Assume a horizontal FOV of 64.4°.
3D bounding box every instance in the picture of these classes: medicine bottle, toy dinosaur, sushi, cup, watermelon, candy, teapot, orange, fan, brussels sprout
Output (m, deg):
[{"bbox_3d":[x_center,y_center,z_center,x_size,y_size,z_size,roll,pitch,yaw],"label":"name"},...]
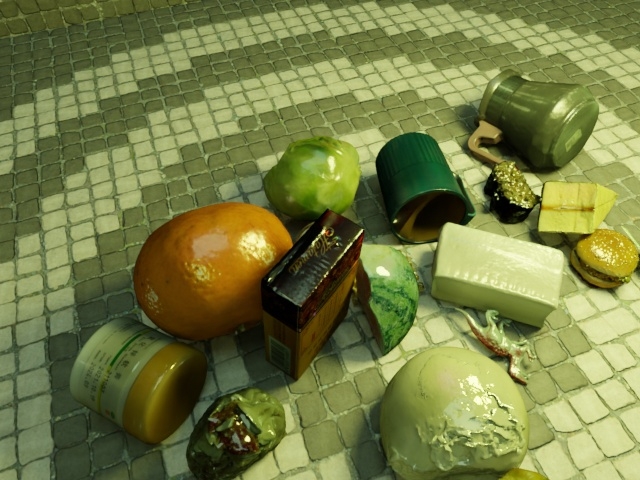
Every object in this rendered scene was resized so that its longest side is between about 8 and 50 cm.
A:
[{"bbox_3d":[-0.436,0.334,1.236,0.232,0.238,0.238,21,55,16],"label":"medicine bottle"},{"bbox_3d":[0.470,0.268,1.392,0.242,0.053,0.167,25,62,8],"label":"toy dinosaur"},{"bbox_3d":[0.622,-0.166,1.697,0.147,0.115,0.212,-6,53,-4],"label":"sushi"},{"bbox_3d":[0.341,-0.179,1.633,0.308,0.242,0.292,-9,50,-3],"label":"cup"},{"bbox_3d":[0.172,0.136,1.379,0.176,0.260,0.256,10,51,20],"label":"watermelon"},{"bbox_3d":[0.500,0.099,1.472,0.359,0.145,0.208,14,55,12],"label":"candy"},{"bbox_3d":[0.733,-0.420,1.820,0.376,0.305,0.362,-50,53,1],"label":"teapot"},{"bbox_3d":[-0.267,0.091,1.330,0.424,0.424,0.326,-21,80,-15],"label":"orange"},{"bbox_3d":[0.983,0.048,1.525,0.240,0.009,0.131,54,28,10],"label":"fan"},{"bbox_3d":[-0.021,-0.212,1.645,0.344,0.268,0.344,-2,44,2],"label":"brussels sprout"}]

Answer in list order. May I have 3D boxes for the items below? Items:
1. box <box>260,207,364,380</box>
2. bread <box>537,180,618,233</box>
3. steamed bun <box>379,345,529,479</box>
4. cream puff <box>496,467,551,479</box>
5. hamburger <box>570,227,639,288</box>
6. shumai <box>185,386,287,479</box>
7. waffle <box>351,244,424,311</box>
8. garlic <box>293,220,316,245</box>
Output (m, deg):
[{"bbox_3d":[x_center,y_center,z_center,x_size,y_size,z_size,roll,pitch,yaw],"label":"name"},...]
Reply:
[{"bbox_3d":[-0.022,0.146,1.265,0.116,0.415,0.264,31,58,19],"label":"box"},{"bbox_3d":[0.829,-0.091,1.619,0.264,0.163,0.168,7,0,-43],"label":"bread"},{"bbox_3d":[0.302,0.389,1.178,0.334,0.233,0.311,-7,49,-2],"label":"steamed bun"},{"bbox_3d":[0.465,0.590,1.007,0.185,0.282,0.281,-24,50,17],"label":"cream puff"},{"bbox_3d":[0.860,0.043,1.531,0.182,0.118,0.191,39,56,22],"label":"hamburger"},{"bbox_3d":[-0.202,0.432,1.178,0.256,0.218,0.189,-35,68,-23],"label":"shumai"},{"bbox_3d":[0.176,0.111,1.527,0.232,0.051,0.228,-21,57,-14],"label":"waffle"},{"bbox_3d":[-0.014,-0.003,1.581,0.196,0.087,0.101,-39,53,-10],"label":"garlic"}]
